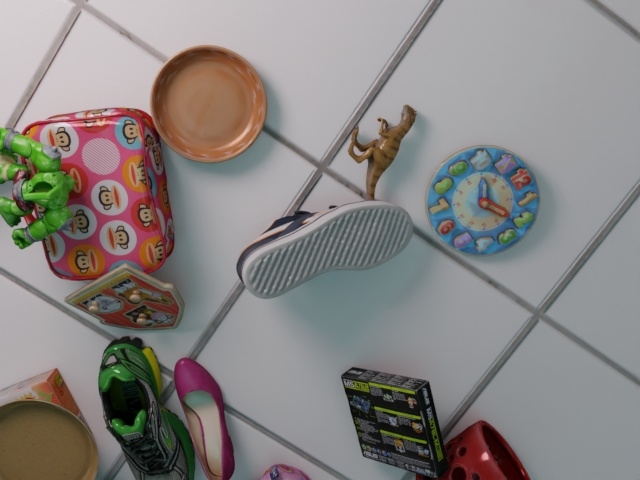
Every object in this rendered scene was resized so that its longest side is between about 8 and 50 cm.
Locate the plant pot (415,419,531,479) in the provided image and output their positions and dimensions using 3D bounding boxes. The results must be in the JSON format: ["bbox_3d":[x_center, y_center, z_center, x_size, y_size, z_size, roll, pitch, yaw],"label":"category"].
[{"bbox_3d":[0.290,0.465,1.380,0.174,0.191,0.191,-39,102,17],"label":"plant pot"}]

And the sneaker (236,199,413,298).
[{"bbox_3d":[0.000,0.000,1.294,0.321,0.127,0.126,-17,109,-16],"label":"sneaker"}]

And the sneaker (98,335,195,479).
[{"bbox_3d":[-0.340,0.362,1.365,0.134,0.146,0.344,-18,104,4],"label":"sneaker"}]

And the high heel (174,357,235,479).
[{"bbox_3d":[-0.224,0.346,1.376,0.082,0.117,0.244,-14,104,3],"label":"high heel"}]

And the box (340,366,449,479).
[{"bbox_3d":[0.136,0.336,1.354,0.045,0.190,0.184,-24,106,-40],"label":"box"}]

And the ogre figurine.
[{"bbox_3d":[-0.459,-0.080,1.166,0.118,0.097,0.197,3,92,16],"label":"ogre figurine"}]

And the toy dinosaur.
[{"bbox_3d":[0.101,-0.144,1.281,0.112,0.064,0.211,23,103,-7],"label":"toy dinosaur"}]

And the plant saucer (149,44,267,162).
[{"bbox_3d":[-0.193,-0.235,1.262,0.200,0.037,0.200,-1,103,-5],"label":"plant saucer"}]

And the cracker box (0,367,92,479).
[{"bbox_3d":[-0.585,0.362,1.404,0.232,0.067,0.156,-21,104,4],"label":"cracker box"}]

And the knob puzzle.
[{"bbox_3d":[-0.332,0.125,1.312,0.213,0.030,0.213,-1,143,-1],"label":"knob puzzle"}]

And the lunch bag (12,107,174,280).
[{"bbox_3d":[-0.399,-0.076,1.265,0.258,0.120,0.293,-5,105,1],"label":"lunch bag"}]

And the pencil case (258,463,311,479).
[{"bbox_3d":[-0.122,0.574,1.435,0.124,0.124,0.284,35,103,-9],"label":"pencil case"}]

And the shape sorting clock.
[{"bbox_3d":[0.292,-0.069,1.313,0.206,0.040,0.206,0,104,0],"label":"shape sorting clock"}]

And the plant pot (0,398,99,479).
[{"bbox_3d":[-0.530,0.398,1.363,0.236,0.032,0.236,0,105,-1],"label":"plant pot"}]
